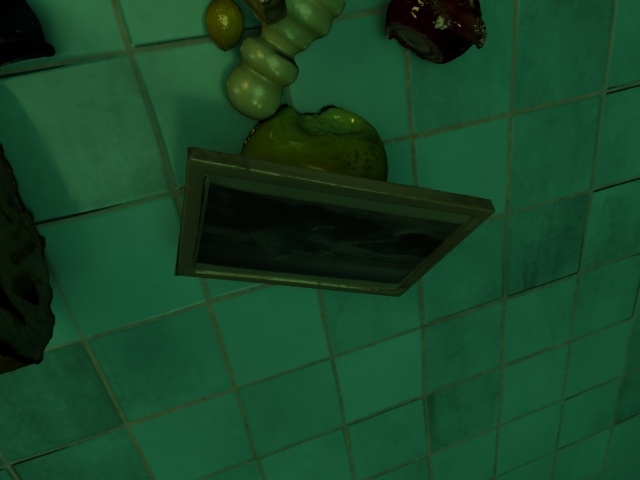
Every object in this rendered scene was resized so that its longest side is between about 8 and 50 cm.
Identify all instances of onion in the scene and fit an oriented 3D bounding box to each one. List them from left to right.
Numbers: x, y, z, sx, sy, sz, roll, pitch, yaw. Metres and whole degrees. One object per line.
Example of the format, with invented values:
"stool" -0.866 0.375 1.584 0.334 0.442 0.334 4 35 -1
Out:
"onion" 0.223 -0.391 0.777 0.173 0.198 0.136 15 102 -43

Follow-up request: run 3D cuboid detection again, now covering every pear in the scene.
"pear" 0.001 -0.129 0.791 0.292 0.292 0.160 -6 124 -17

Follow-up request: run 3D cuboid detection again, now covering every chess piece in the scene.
"chess piece" -0.075 -0.321 0.755 0.133 0.133 0.243 23 111 -26

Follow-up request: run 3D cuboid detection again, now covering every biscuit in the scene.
"biscuit" -0.114 -0.392 0.670 0.052 0.188 0.056 -32 156 -8

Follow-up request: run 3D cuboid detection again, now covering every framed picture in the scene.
"framed picture" 0.000 0.000 0.731 0.445 0.028 0.326 7 148 -16

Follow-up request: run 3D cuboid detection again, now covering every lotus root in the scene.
"lotus root" -0.494 0.007 0.617 0.111 0.375 0.391 -17 106 -16

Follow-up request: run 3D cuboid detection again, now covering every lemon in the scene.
"lemon" -0.156 -0.358 0.733 0.065 0.065 0.092 -10 118 -15

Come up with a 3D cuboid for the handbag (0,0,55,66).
"handbag" -0.530 -0.233 0.543 0.325 0.269 0.119 -23 117 -8
